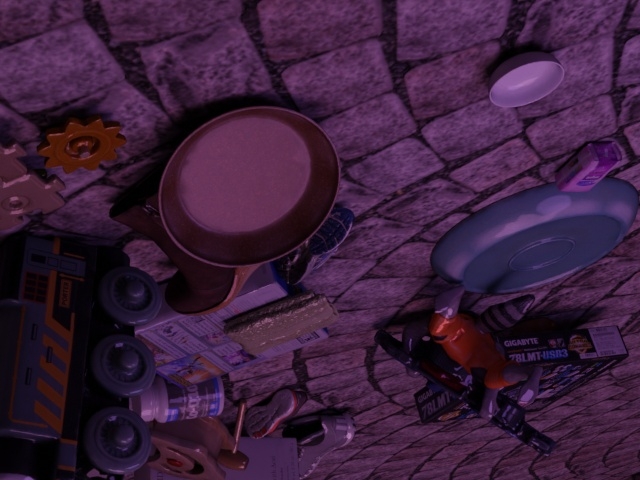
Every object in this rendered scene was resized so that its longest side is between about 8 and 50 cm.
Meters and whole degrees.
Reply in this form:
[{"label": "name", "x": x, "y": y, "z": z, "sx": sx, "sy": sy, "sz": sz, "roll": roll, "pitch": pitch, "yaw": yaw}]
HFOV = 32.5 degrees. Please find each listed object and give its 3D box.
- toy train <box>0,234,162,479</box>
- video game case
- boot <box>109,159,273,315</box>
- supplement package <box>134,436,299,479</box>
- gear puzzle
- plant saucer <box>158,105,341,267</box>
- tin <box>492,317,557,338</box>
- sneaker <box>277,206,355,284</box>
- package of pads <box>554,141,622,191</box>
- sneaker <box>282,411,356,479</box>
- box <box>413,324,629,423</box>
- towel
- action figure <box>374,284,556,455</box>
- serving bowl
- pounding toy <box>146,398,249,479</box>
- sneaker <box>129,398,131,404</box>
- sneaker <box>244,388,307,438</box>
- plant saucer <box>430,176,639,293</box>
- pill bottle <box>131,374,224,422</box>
[{"label": "toy train", "x": -0.291, "y": 0.147, "z": 1.231, "sx": 0.190, "sy": 0.334, "sz": 0.142, "roll": 15, "pitch": 146, "yaw": -24}, {"label": "video game case", "x": -0.141, "y": 0.116, "z": 1.549, "sx": 0.244, "sy": 0.061, "sz": 0.269, "roll": -21, "pitch": 155, "yaw": 8}, {"label": "boot", "x": -0.163, "y": -0.004, "z": 1.290, "sx": 0.207, "sy": 0.090, "sz": 0.248, "roll": 24, "pitch": 138, "yaw": -37}, {"label": "supplement package", "x": -0.202, "y": 0.486, "z": 2.118, "sx": 0.293, "sy": 0.177, "sz": 0.175, "roll": 5, "pitch": 150, "yaw": -18}, {"label": "gear puzzle", "x": -0.354, "y": -0.059, "z": 1.082, "sx": 0.339, "sy": 0.044, "sz": 0.175, "roll": -22, "pitch": 154, "yaw": 7}, {"label": "plant saucer", "x": -0.077, "y": -0.062, "z": 1.162, "sx": 0.199, "sy": 0.036, "sz": 0.198, "roll": -11, "pitch": 128, "yaw": -14}, {"label": "tin", "x": 0.348, "y": 0.193, "z": 2.037, "sx": 0.190, "sy": 0.040, "sz": 0.106, "roll": -23, "pitch": 159, "yaw": 17}, {"label": "sneaker", "x": 0.000, "y": 0.000, "z": 1.409, "sx": 0.135, "sy": 0.052, "sz": 0.058, "roll": -43, "pitch": 168, "yaw": 32}, {"label": "package of pads", "x": 0.347, "y": -0.094, "z": 1.423, "sx": 0.050, "sy": 0.032, "sz": 0.083, "roll": -5, "pitch": 154, "yaw": -27}, {"label": "sneaker", "x": -0.045, "y": 0.412, "z": 2.236, "sx": 0.132, "sy": 0.086, "sz": 0.229, "roll": 16, "pitch": 131, "yaw": -41}, {"label": "box", "x": 0.371, "y": 0.254, "z": 2.051, "sx": 0.293, "sy": 0.073, "sz": 0.295, "roll": 0, "pitch": 152, "yaw": -29}, {"label": "towel", "x": -0.050, "y": 0.112, "z": 1.491, "sx": 0.148, "sy": 0.027, "sz": 0.110, "roll": -20, "pitch": 154, "yaw": 9}, {"label": "action figure", "x": 0.272, "y": 0.189, "z": 1.744, "sx": 0.178, "sy": 0.341, "sz": 0.330, "roll": -56, "pitch": 180, "yaw": -9}, {"label": "serving bowl", "x": 0.216, "y": -0.177, "z": 1.172, "sx": 0.083, "sy": 0.027, "sz": 0.083, "roll": -13, "pitch": 156, "yaw": -6}, {"label": "pounding toy", "x": -0.228, "y": 0.336, "z": 1.965, "sx": 0.154, "sy": 0.155, "sz": 0.269, "roll": 8, "pitch": 151, "yaw": 17}, {"label": "sneaker", "x": -0.375, "y": 0.224, "z": 1.549, "sx": 0.252, "sy": 0.111, "sz": 0.103, "roll": -5, "pitch": 161, "yaw": 24}, {"label": "sneaker", "x": -0.079, "y": 0.324, "z": 2.041, "sx": 0.065, "sy": 0.061, "sz": 0.158, "roll": 0, "pitch": 153, "yaw": -44}, {"label": "plant saucer", "x": 0.319, "y": 0.005, "z": 1.610, "sx": 0.318, "sy": 0.043, "sz": 0.317, "roll": -13, "pitch": 156, "yaw": -6}, {"label": "pill bottle", "x": -0.231, "y": 0.252, "z": 1.770, "sx": 0.137, "sy": 0.078, "sz": 0.078, "roll": -4, "pitch": 154, "yaw": -24}]
